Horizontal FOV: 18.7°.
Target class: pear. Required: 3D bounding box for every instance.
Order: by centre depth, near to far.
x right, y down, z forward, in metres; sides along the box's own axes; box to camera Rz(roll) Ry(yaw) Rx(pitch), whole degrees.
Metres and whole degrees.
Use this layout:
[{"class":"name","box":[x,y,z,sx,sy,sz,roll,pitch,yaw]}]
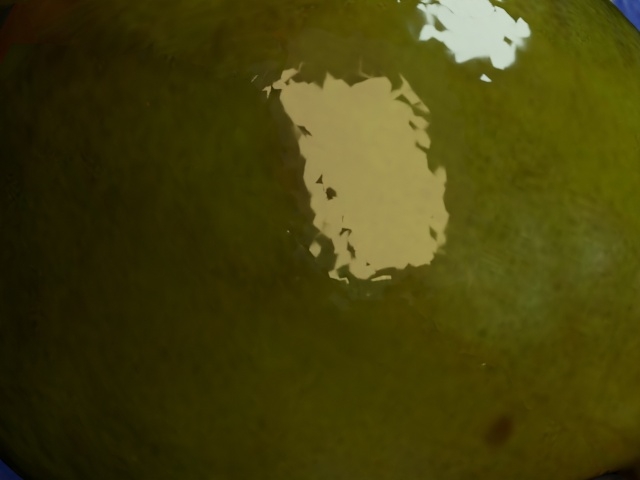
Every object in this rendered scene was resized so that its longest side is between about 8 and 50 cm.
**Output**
[{"class":"pear","box":[0.000,0.000,0.688,0.321,0.269,0.269,19,67,19]}]
